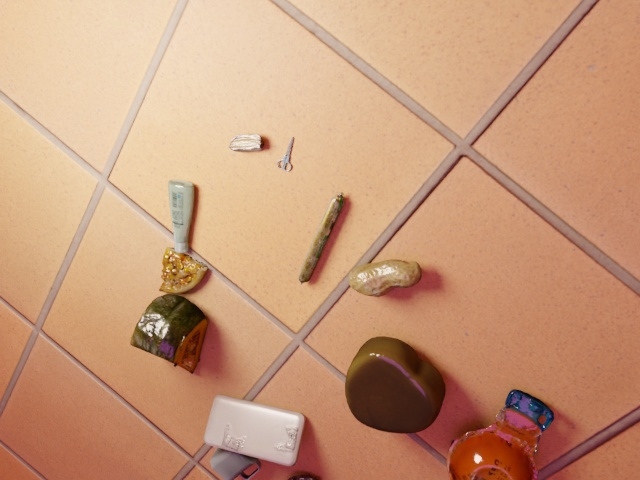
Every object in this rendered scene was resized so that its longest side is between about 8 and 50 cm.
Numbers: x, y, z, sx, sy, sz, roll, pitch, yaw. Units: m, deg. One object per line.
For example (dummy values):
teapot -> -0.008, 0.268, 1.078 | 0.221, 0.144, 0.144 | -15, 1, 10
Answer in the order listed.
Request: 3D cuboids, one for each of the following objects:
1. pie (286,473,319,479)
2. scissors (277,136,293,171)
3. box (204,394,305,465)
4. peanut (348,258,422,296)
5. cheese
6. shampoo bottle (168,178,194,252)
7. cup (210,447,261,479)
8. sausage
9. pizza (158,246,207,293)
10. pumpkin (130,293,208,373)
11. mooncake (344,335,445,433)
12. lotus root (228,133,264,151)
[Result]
pie -> -0.042, 0.754, 1.640 | 0.154, 0.036, 0.154 | 8, 115, 18
scissors -> -0.074, -0.196, 1.250 | 0.036, 0.006, 0.083 | 25, 119, 7
box -> -0.187, 0.531, 1.556 | 0.285, 0.044, 0.142 | 7, 73, 19
peanut -> 0.145, 0.085, 1.247 | 0.174, 0.080, 0.080 | -12, 108, 26
cheese -> 0.422, 0.504, 1.296 | 0.217, 0.129, 0.329 | 26, 108, 13
shampoo bottle -> -0.352, -0.058, 1.402 | 0.069, 0.041, 0.191 | 12, 117, 11
cup -> -0.238, 0.649, 1.638 | 0.128, 0.095, 0.129 | 45, 119, -3
sausage -> 0.000, 0.000, 1.292 | 0.033, 0.033, 0.269 | 28, 120, 8
pizza -> -0.379, 0.079, 1.473 | 0.178, 0.041, 0.131 | -9, 107, 25
pumpkin -> -0.410, 0.286, 1.491 | 0.139, 0.190, 0.280 | 23, 120, 10
mooncake -> 0.170, 0.354, 1.332 | 0.234, 0.117, 0.235 | 10, 117, 20
lotus root -> -0.166, -0.222, 1.262 | 0.083, 0.030, 0.037 | 0, 83, 19
